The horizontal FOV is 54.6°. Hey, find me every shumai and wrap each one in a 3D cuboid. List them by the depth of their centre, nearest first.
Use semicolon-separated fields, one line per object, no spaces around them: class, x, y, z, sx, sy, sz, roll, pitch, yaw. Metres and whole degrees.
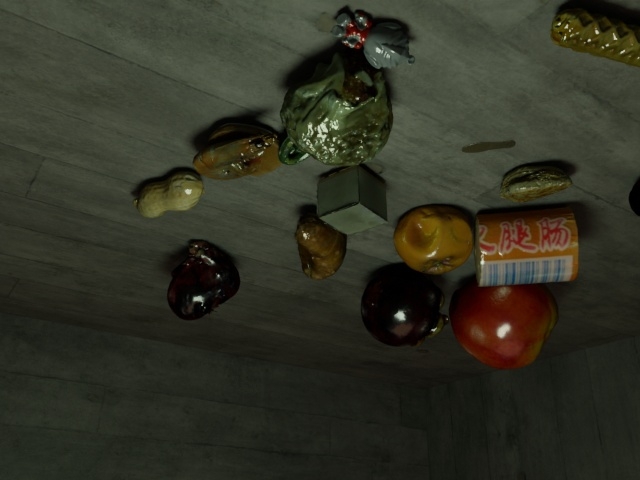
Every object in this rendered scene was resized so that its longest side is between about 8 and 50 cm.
shumai;0.051;-0.286;1.325;0.256;0.188;0.218;2;156;-13

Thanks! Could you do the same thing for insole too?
insole;0.436;-0.243;1.607;0.135;0.002;0.045;-4;154;11

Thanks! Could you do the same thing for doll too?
doll;0.110;-0.396;1.229;0.180;0.079;0.094;20;112;-19

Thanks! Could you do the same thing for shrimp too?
shrimp;-0.194;-0.202;1.536;0.287;0.062;0.152;-12;152;37

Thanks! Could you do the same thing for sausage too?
sausage;0.618;0.022;1.894;0.287;0.233;0.233;-5;154;12

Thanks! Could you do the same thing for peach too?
peach;0.666;0.282;2.293;0.389;0.387;0.388;1;154;0

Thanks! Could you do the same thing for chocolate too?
chocolate;0.933;-0.129;1.702;0.133;0.124;0.127;-28;157;-14

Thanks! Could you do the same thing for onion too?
onion;-0.420;0.156;2.175;0.221;0.280;0.281;26;169;32

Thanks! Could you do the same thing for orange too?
orange;0.357;0.013;1.933;0.249;0.183;0.249;2;153;1

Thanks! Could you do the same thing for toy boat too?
toy boat;-0.024;-0.254;1.519;0.210;0.052;0.104;-36;149;32

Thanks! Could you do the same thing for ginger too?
ginger;0.000;0.000;1.968;0.165;0.172;0.321;32;158;25

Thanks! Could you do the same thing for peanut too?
peanut;-0.437;-0.125;1.772;0.263;0.101;0.117;-13;131;28

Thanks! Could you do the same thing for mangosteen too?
mangosteen;0.320;0.254;2.287;0.347;0.306;0.307;26;146;-26

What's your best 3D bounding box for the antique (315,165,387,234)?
antique;0.087;-0.116;1.716;0.147;0.147;0.152;-17;150;34

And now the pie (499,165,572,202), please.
pie;0.589;-0.152;1.707;0.194;0.078;0.163;-9;160;21

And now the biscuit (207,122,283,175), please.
biscuit;-0.186;-0.240;1.583;0.181;0.049;0.208;-18;146;35

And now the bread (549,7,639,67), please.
bread;0.618;-0.386;1.225;0.368;0.084;0.077;8;111;-16
